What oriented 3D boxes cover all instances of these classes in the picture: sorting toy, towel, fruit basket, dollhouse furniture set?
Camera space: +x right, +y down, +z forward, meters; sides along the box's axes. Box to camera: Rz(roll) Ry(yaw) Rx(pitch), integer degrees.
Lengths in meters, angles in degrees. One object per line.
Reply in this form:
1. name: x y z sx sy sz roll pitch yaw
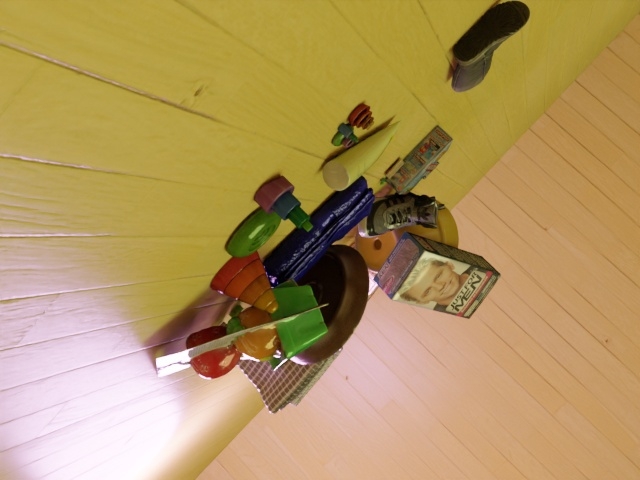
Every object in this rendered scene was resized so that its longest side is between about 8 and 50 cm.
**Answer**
1. sorting toy: 0.178 -0.173 2.038 0.083 0.012 0.062 -47 169 4
2. towel: 0.000 0.000 1.841 0.308 0.076 0.227 -43 168 -10
3. sorting toy: 0.062 -0.195 1.439 0.061 0.042 0.102 -32 163 -52
4. towel: -0.104 0.297 2.138 0.121 0.235 0.283 -23 155 -55
5. fruit basket: -0.177 0.201 1.698 0.353 0.165 0.327 -12 167 -13
6. dollhouse furniture set: -0.188 0.205 1.894 0.151 0.076 0.058 -46 169 0
7. sorting toy: -0.092 0.030 1.475 0.127 0.126 0.365 -38 168 -35

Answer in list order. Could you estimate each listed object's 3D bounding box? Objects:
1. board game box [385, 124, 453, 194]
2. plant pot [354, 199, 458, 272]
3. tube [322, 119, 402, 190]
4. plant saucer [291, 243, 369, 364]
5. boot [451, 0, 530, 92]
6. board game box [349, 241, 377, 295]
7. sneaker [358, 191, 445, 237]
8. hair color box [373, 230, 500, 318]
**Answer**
1. board game box: 0.275 -0.211 2.134 0.194 0.060 0.194 -48 169 15
2. plant pot: 0.236 0.001 2.359 0.239 0.254 0.254 -7 143 -47
3. tube: 0.090 -0.171 1.605 0.070 0.062 0.240 -4 -157 34
4. plant saucer: -0.014 0.143 1.933 0.050 0.310 0.310 29 110 -38
5. boot: 0.352 -0.399 1.689 0.190 0.076 0.208 -32 164 8
6. board game box: 0.110 0.116 2.495 0.045 0.147 0.193 -37 167 -38
7. sneaker: 0.222 -0.070 2.138 0.269 0.153 0.101 -26 116 -48
8. hair color box: 0.333 0.104 2.271 0.347 0.105 0.173 16 114 -40
